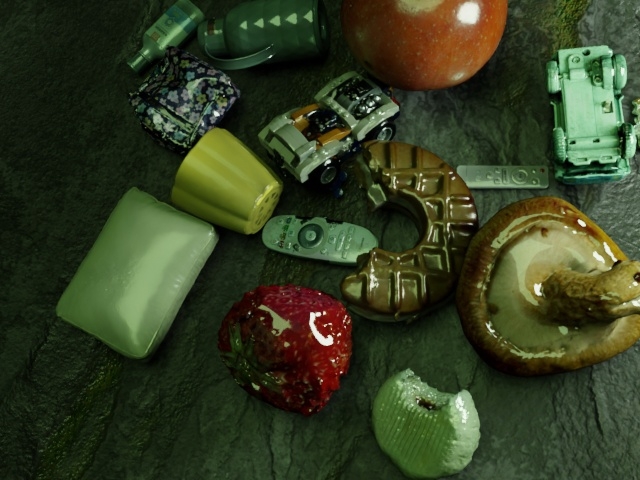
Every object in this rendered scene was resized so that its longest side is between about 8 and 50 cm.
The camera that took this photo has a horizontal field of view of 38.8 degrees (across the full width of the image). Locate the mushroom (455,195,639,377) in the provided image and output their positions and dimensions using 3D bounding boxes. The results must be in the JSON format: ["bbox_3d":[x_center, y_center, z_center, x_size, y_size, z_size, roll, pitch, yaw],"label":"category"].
[{"bbox_3d":[0.412,0.083,1.623,0.345,0.259,0.346,0,88,6],"label":"mushroom"}]

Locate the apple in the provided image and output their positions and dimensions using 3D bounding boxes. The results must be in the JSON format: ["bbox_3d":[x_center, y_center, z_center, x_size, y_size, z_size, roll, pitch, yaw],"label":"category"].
[{"bbox_3d":[0.210,-0.474,1.852,0.348,0.277,0.349,0,60,-1],"label":"apple"}]

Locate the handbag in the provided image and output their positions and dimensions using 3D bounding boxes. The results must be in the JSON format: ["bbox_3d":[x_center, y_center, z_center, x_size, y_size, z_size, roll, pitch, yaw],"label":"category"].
[{"bbox_3d":[-0.302,-0.301,2.010,0.228,0.127,0.208,34,87,21],"label":"handbag"}]

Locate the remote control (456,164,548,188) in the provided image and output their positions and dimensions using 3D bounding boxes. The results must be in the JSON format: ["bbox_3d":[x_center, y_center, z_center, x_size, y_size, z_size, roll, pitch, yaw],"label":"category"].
[{"bbox_3d":[0.368,-0.127,1.846,0.184,0.027,0.050,1,72,9],"label":"remote control"}]

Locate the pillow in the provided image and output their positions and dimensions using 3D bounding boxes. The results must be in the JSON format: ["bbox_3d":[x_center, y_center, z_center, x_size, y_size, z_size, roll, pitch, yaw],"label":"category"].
[{"bbox_3d":[-0.384,0.066,1.898,0.255,0.120,0.322,25,77,20],"label":"pillow"}]

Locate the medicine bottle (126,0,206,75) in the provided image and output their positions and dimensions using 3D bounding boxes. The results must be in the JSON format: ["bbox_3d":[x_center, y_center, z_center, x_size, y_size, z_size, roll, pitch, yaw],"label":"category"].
[{"bbox_3d":[-0.365,-0.473,2.125,0.208,0.054,0.090,-46,68,-5],"label":"medicine bottle"}]

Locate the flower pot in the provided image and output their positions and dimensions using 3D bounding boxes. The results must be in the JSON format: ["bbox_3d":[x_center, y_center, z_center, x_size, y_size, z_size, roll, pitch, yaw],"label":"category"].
[{"bbox_3d":[-0.183,-0.112,1.889,0.179,0.195,0.195,32,80,11],"label":"flower pot"}]

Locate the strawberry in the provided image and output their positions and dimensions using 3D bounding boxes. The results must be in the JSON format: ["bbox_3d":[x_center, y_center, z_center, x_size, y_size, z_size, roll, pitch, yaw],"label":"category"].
[{"bbox_3d":[-0.051,0.194,1.719,0.220,0.274,0.274,-32,62,-34],"label":"strawberry"}]

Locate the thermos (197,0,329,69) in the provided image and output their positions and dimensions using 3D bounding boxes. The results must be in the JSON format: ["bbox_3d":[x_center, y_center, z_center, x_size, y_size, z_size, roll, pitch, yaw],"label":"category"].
[{"bbox_3d":[-0.132,-0.450,2.010,0.286,0.145,0.182,-6,48,12],"label":"thermos"}]

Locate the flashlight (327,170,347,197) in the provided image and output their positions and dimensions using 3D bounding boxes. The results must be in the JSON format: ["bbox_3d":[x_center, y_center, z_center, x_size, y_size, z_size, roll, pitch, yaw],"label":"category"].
[{"bbox_3d":[0.000,-0.131,1.929,0.121,0.035,0.057,17,97,23],"label":"flashlight"}]

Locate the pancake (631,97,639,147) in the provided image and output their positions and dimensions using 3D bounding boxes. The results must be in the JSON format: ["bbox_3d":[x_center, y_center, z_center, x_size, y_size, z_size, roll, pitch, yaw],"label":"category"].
[{"bbox_3d":[0.678,-0.233,1.812,0.116,0.022,0.130,6,72,13],"label":"pancake"}]

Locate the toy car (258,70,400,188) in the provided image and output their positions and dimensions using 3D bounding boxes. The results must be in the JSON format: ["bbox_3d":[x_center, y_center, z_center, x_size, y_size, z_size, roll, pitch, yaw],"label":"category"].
[{"bbox_3d":[0.024,-0.244,1.901,0.301,0.118,0.193,-36,57,-12],"label":"toy car"}]

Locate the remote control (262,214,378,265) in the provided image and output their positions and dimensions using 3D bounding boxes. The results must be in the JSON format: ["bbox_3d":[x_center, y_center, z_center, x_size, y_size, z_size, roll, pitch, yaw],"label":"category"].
[{"bbox_3d":[-0.001,-0.001,1.876,0.256,0.045,0.098,12,71,20],"label":"remote control"}]

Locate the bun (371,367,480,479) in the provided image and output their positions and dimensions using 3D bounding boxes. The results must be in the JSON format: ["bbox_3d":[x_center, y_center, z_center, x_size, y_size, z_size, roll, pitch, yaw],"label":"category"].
[{"bbox_3d":[0.201,0.332,1.662,0.204,0.126,0.212,-49,59,21],"label":"bun"}]

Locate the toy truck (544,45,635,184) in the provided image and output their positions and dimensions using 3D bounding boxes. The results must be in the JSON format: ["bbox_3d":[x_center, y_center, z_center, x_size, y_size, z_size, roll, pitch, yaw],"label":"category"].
[{"bbox_3d":[0.523,-0.245,1.780,0.154,0.156,0.279,-4,70,12],"label":"toy truck"}]

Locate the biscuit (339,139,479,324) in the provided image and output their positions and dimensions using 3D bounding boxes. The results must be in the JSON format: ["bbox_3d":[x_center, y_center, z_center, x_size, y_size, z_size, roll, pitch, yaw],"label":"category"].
[{"bbox_3d":[0.177,-0.013,1.773,0.268,0.115,0.367,6,71,-2],"label":"biscuit"}]
